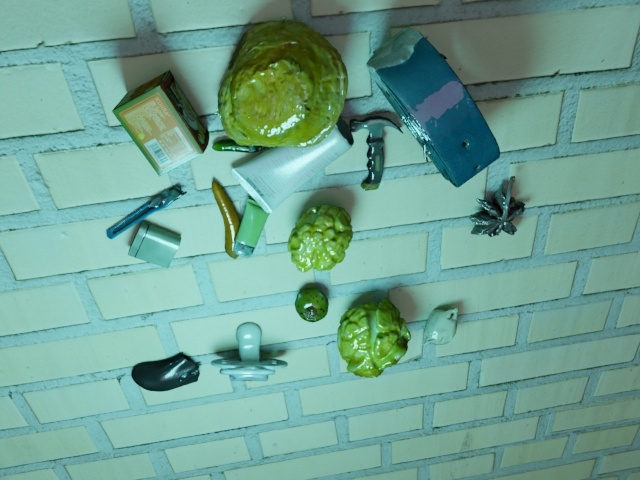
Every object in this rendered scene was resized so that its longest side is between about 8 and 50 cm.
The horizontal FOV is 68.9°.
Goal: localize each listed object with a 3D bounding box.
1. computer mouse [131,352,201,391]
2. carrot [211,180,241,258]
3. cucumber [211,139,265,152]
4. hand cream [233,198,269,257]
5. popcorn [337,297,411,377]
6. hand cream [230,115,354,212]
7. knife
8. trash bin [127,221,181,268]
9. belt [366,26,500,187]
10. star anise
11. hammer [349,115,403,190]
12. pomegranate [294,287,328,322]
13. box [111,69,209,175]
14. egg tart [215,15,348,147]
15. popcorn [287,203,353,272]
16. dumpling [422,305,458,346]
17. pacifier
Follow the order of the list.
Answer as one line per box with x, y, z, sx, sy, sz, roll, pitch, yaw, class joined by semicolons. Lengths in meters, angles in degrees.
-0.570;0.508;1.734;0.263;0.088;0.147;-18;124;-2;computer mouse
-0.283;-0.061;1.457;0.062;0.066;0.272;-33;130;-42;carrot
-0.235;-0.272;1.348;0.154;0.037;0.037;0;121;-10;cucumber
-0.218;-0.034;1.456;0.095;0.046;0.175;20;88;-35;hand cream
0.189;0.337;1.655;0.281;0.282;0.247;-27;86;7;popcorn
-0.073;-0.232;1.367;0.358;0.118;0.185;-31;123;18;hand cream
-0.531;-0.083;1.411;0.296;0.026;0.044;-31;89;9;knife
-0.518;0.017;1.460;0.129;0.059;0.116;23;116;-22;trash bin
0.297;-0.341;1.240;0.173;0.300;0.437;-35;117;10;belt
0.599;-0.095;1.561;0.209;0.089;0.231;-24;133;-4;star anise
0.165;-0.262;1.417;0.158;0.041;0.227;-3;120;-5;hammer
-0.034;0.229;1.629;0.130;0.130;0.130;-4;121;-7;pomegranate
-0.403;-0.308;1.215;0.148;0.178;0.195;-25;121;7;box
-0.108;-0.388;1.191;0.351;0.153;0.340;11;112;10;egg tart
0.004;-0.005;1.463;0.180;0.217;0.235;29;122;5;popcorn
0.453;0.329;1.777;0.199;0.136;0.118;-43;84;-6;dumpling
-0.253;0.403;1.690;0.278;0.227;0.208;4;80;-12;pacifier
